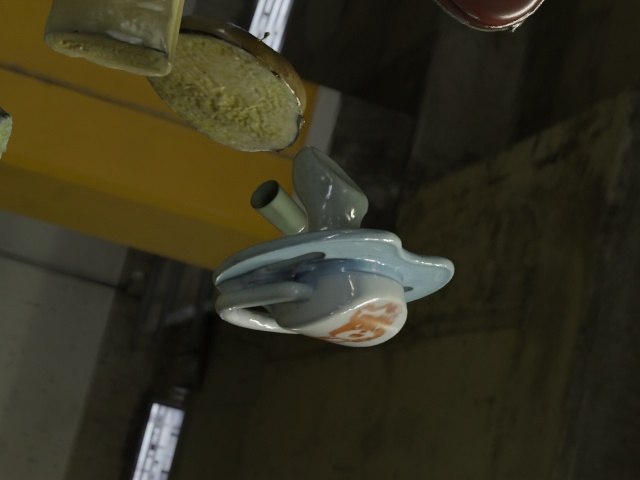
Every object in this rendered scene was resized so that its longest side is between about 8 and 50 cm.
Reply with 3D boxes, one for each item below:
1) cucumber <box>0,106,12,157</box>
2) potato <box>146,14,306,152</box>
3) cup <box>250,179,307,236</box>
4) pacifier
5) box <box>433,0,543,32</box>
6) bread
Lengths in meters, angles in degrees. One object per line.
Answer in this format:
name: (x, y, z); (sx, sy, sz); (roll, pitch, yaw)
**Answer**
cucumber: (-0.220, -0.066, 0.646); (0.064, 0.112, 0.064); (20, 90, -81)
potato: (-0.130, -0.259, 1.839); (0.239, 0.299, 0.116); (2, -119, 37)
cup: (-0.070, -0.049, 1.875); (0.075, 0.083, 0.054); (3, -122, 44)
pacifier: (0.000, 0.000, 1.227); (0.227, 0.279, 0.207); (-13, -109, 28)
box: (0.280, -0.495, 1.688); (0.404, 0.263, 0.108); (-53, -160, -1)
bread: (-0.207, -0.263, 1.269); (0.060, 0.139, 0.178); (122, -24, -56)
